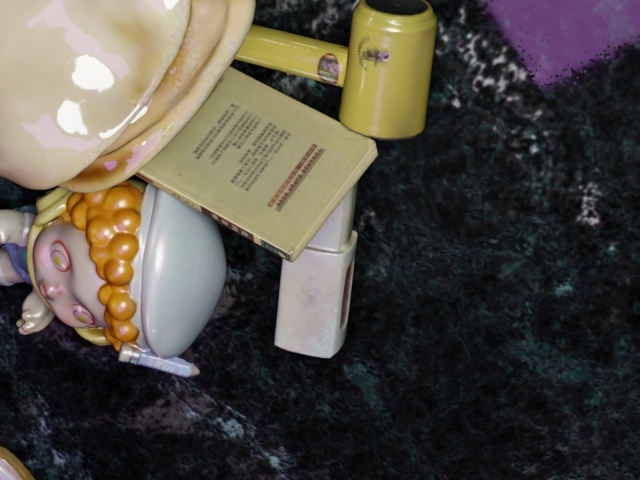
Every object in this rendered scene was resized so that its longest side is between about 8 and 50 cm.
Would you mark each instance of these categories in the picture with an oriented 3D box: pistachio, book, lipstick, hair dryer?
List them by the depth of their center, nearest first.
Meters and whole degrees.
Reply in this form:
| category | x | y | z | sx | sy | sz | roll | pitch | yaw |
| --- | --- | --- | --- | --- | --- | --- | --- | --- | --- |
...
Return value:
| category | x | y | z | sx | sy | sz | roll | pitch | yaw |
| --- | --- | --- | --- | --- | --- | --- | --- | --- | --- |
| pistachio | -0.254 | -0.226 | 1.626 | 0.445 | 0.281 | 0.365 | -27 | 67 | 32 |
| hair dryer | -0.017 | -0.204 | 1.697 | 0.279 | 0.090 | 0.135 | 15 | 121 | 17 |
| book | -0.077 | -0.091 | 1.704 | 0.231 | 0.161 | 0.026 | 29 | 158 | 21 |
| lipstick | 0.000 | 0.000 | 1.797 | 0.077 | 0.079 | 0.253 | 11 | 115 | 12 |

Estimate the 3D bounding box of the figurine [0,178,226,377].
| category | x | y | z | sx | sy | sz | roll | pitch | yaw |
| --- | --- | --- | --- | --- | --- | --- | --- | --- | --- |
| figurine | -0.269 | -0.004 | 1.840 | 0.382 | 0.205 | 0.224 | 18 | 124 | 31 |

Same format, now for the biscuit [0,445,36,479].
| category | x | y | z | sx | sy | sz | roll | pitch | yaw |
| --- | --- | --- | --- | --- | --- | --- | --- | --- | --- |
| biscuit | -0.441 | 0.354 | 2.145 | 0.181 | 0.049 | 0.208 | -32 | 105 | 28 |
